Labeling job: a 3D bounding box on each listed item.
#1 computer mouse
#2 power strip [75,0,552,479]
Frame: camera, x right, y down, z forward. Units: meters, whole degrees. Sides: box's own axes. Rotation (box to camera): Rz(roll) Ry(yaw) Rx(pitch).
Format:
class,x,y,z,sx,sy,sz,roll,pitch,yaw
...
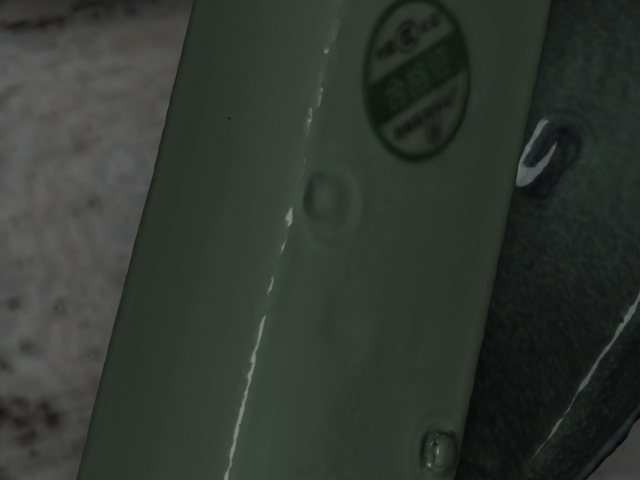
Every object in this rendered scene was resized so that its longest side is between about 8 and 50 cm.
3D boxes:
class,x,y,z,sx,sy,sz,roll,pitch,yaw
computer mouse,0.071,-0.008,0.503,0.113,0.068,0.229,38,99,21
power strip,0.000,0.000,0.435,0.062,0.091,0.385,4,77,40
